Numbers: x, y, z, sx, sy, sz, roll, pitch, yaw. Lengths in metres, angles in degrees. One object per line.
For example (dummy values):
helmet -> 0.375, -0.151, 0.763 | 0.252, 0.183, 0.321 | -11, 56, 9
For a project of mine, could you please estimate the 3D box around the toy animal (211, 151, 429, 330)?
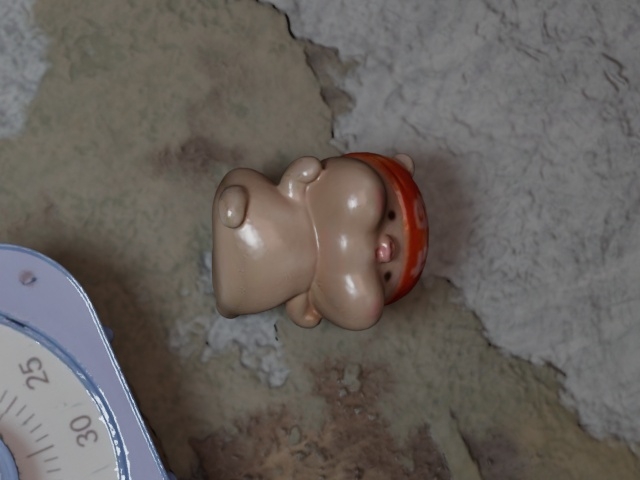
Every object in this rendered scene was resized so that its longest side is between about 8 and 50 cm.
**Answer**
toy animal -> 0.000, 0.000, 1.661 | 0.198, 0.171, 0.171 | -6, 83, -10

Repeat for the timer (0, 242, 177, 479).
timer -> -0.323, 0.216, 1.543 | 0.395, 0.173, 0.395 | 2, 82, -13
